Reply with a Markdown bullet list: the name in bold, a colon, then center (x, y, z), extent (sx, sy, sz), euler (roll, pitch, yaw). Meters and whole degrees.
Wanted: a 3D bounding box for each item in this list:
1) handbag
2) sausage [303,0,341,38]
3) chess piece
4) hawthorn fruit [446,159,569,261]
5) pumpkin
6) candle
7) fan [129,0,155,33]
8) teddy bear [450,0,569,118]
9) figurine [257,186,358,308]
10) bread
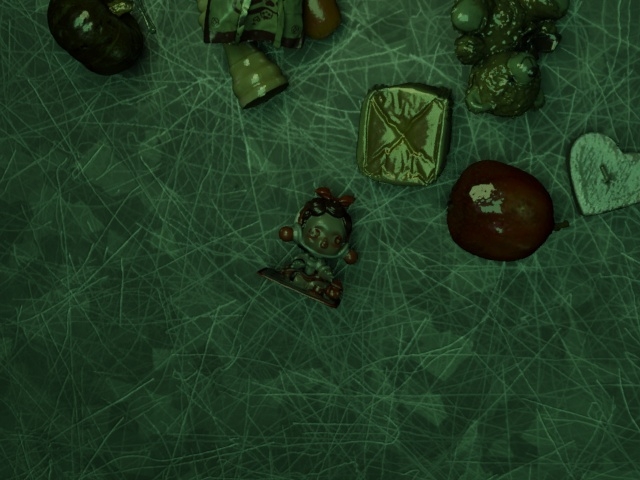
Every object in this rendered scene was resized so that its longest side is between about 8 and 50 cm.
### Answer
- **handbag**: center (-0.122, -0.499, 1.807), extent (0.213, 0.127, 0.234), euler (2, 101, -10)
- **sausage**: center (-0.032, -0.529, 1.892), extent (0.098, 0.098, 0.238), euler (-25, 92, 12)
- **chess piece**: center (-0.208, -0.472, 1.921), extent (0.117, 0.117, 0.397), euler (-28, 91, 12)
- **hawthorn fruit**: center (0.383, -0.053, 1.855), extent (0.253, 0.205, 0.205), euler (12, 100, 2)
- **pumpkin**: center (-0.457, -0.450, 1.906), extent (0.162, 0.219, 0.219), euler (-33, 93, 15)
- **candle**: center (0.579, -0.123, 1.874), extent (0.192, 0.068, 0.168), euler (32, 99, 4)
- **fan**: center (-0.413, -0.547, 1.987), extent (0.132, 0.009, 0.220), euler (-28, 93, 14)
- **teddy bear**: center (0.364, -0.369, 1.826), extent (0.267, 0.156, 0.256), euler (-9, 94, -20)
- **figurine**: center (0.000, 0.000, 1.950), extent (0.184, 0.160, 0.226), euler (24, 94, 3)
- **bread**: center (0.174, -0.221, 1.900), extent (0.192, 0.110, 0.209), euler (5, 99, 14)
